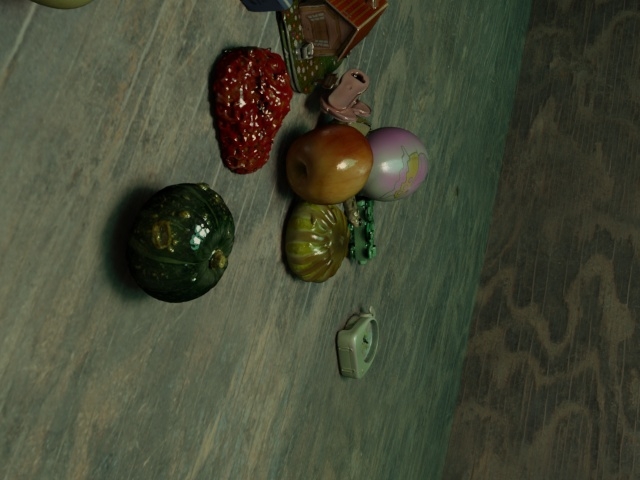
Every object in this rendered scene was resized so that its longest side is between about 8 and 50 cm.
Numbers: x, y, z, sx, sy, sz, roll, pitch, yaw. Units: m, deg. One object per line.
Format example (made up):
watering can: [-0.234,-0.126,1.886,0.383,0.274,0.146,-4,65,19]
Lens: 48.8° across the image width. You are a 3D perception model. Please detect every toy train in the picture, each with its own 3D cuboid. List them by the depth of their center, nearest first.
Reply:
toy train: [0.111,-0.028,1.857,0.104,0.071,0.178,-48,137,-66]

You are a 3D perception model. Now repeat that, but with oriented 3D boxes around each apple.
apple: [0.014,-0.159,1.496,0.199,0.199,0.199,-24,117,-61]

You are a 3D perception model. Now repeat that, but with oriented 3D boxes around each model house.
model house: [0.050,-0.453,1.532,0.294,0.153,0.207,-53,139,-48]

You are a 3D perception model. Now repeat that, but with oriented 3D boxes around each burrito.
burrito: [0.064,-0.107,1.681,0.051,0.042,0.171,80,-2,-53]

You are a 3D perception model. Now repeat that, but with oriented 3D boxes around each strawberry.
strawberry: [-0.108,-0.237,1.299,0.190,0.111,0.237,-20,114,-65]

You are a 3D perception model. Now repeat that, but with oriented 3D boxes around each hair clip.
hair clip: [0.051,-0.308,1.586,0.138,0.123,0.102,-57,173,-26]

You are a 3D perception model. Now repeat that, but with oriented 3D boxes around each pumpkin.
pumpkin: [-0.212,0.004,1.093,0.190,0.146,0.191,-16,108,-62]

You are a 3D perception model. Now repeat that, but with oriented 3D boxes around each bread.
bread: [0.000,0.000,1.591,0.213,0.104,0.214,-35,130,-58]

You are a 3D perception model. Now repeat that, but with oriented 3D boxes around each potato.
potato: [0.030,-0.231,1.649,0.100,0.089,0.172,8,126,-39]

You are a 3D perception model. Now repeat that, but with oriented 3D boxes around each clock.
clock: [0.110,0.271,1.925,0.191,0.062,0.152,-48,136,-52]

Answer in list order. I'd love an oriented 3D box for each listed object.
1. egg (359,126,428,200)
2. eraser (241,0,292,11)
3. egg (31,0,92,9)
egg: [0.170,-0.193,1.789,0.271,0.196,0.197,-31,123,-72]
eraser: [-0.129,-0.469,1.235,0.225,0.081,0.036,39,62,-61]
egg: [-0.316,-0.353,0.787,0.201,0.164,0.164,62,42,-53]
